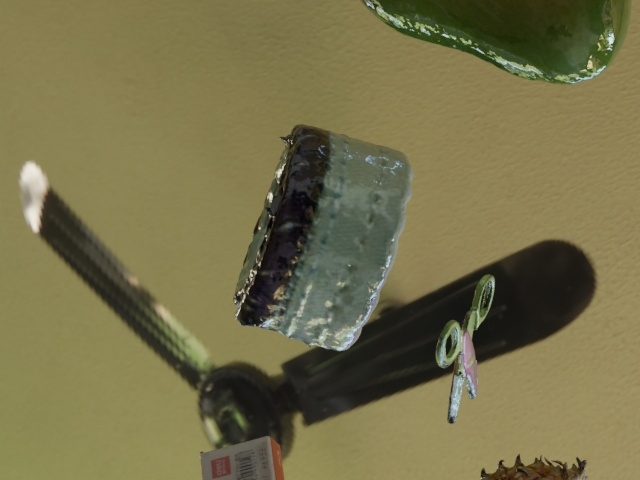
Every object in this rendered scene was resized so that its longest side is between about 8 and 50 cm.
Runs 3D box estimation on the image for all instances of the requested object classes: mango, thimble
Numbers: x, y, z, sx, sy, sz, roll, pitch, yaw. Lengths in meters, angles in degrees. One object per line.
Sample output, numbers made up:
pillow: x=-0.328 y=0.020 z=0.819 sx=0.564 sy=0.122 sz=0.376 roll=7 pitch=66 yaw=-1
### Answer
mango: x=0.112 y=-0.205 z=0.819 sx=0.251 sy=0.114 sz=0.156 roll=38 pitch=-82 yaw=34
thimble: x=0.000 y=0.000 z=1.250 sx=0.150 sy=0.237 sz=0.237 roll=17 pitch=-59 yaw=-5

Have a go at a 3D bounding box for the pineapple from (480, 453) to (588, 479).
pineapple: x=0.178 y=0.292 z=1.155 sx=0.137 sy=0.161 sz=0.176 roll=12 pitch=-61 yaw=23

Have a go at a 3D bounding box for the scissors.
scissors: x=0.169 y=0.139 z=1.370 sx=0.020 sy=0.133 sz=0.187 roll=22 pitch=-43 yaw=27

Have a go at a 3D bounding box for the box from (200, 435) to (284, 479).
box: x=-0.112 y=0.422 z=1.785 sx=0.123 sy=0.050 sz=0.229 roll=-17 pitch=-124 yaw=10
